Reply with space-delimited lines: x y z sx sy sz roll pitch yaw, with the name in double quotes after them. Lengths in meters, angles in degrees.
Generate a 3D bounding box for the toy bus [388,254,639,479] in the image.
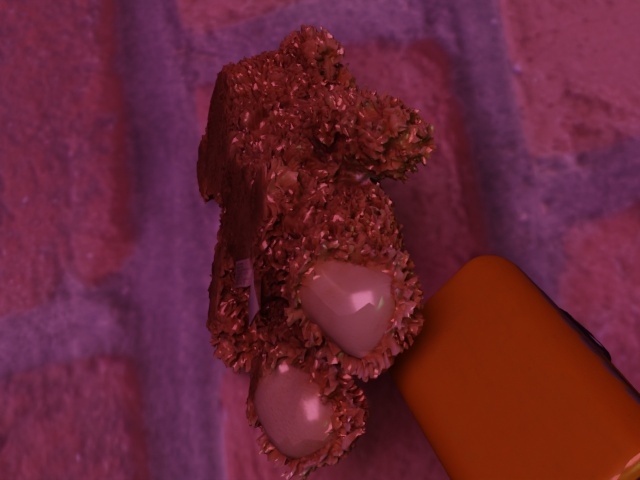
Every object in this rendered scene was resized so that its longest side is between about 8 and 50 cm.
0.128 0.108 0.877 0.108 0.130 0.332 -45 22 6 "toy bus"

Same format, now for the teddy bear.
0.000 0.000 1.009 0.113 0.338 0.245 7 108 -18 "teddy bear"
